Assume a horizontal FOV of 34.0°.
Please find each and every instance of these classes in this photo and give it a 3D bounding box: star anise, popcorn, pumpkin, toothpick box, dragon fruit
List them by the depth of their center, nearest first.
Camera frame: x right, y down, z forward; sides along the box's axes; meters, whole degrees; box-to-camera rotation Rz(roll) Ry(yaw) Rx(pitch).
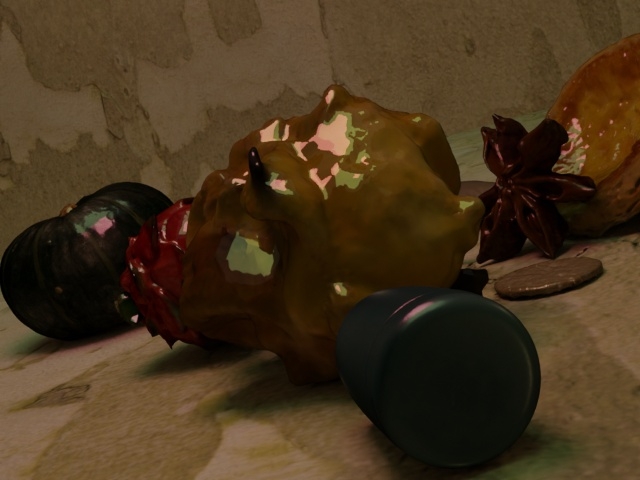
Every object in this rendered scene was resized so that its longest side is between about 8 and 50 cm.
[{"bbox_3d":[0.076,0.092,0.782,0.120,0.120,0.184,-18,5,-12],"label":"toothpick box"},{"bbox_3d":[0.000,0.000,1.014,0.315,0.281,0.297,-34,46,7],"label":"popcorn"},{"bbox_3d":[-0.119,0.034,1.261,0.274,0.192,0.193,-15,25,-2],"label":"dragon fruit"},{"bbox_3d":[0.261,-0.068,1.306,0.111,0.212,0.196,11,-24,-17],"label":"star anise"},{"bbox_3d":[-0.348,0.037,1.633,0.300,0.207,0.300,-24,17,8],"label":"pumpkin"}]

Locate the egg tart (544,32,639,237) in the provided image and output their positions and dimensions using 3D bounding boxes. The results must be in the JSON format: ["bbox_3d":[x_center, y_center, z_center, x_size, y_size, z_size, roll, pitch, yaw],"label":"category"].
[{"bbox_3d":[0.403,-0.125,1.367,0.319,0.128,0.319,-50,22,29],"label":"egg tart"}]

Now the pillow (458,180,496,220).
[{"bbox_3d":[0.195,-0.056,1.676,0.173,0.067,0.270,-15,8,-27],"label":"pillow"}]

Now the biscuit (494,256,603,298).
[{"bbox_3d":[0.248,0.039,1.141,0.120,0.015,0.120,-15,9,2],"label":"biscuit"}]
